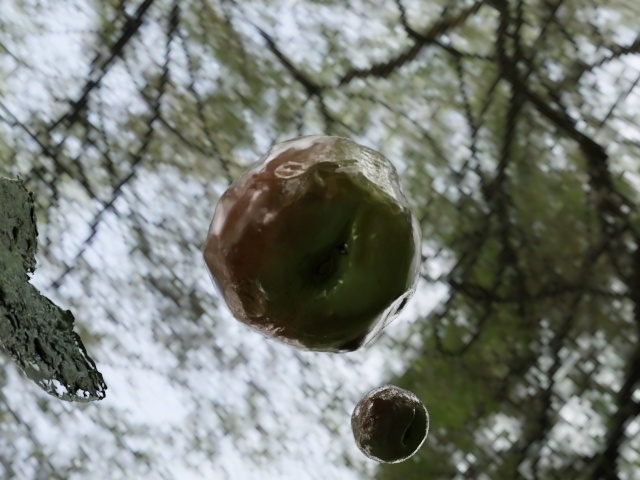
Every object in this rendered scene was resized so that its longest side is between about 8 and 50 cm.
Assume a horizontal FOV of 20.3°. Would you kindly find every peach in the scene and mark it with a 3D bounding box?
[{"bbox_3d":[0.000,0.000,1.743,0.214,0.235,0.214,1,-73,3],"label":"peach"},{"bbox_3d":[0.068,0.187,1.824,0.083,0.083,0.083,-17,-54,-26],"label":"peach"}]

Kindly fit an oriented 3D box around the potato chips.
[{"bbox_3d":[-0.259,0.042,1.565,0.029,0.202,0.220,-26,-52,-31],"label":"potato chips"}]
